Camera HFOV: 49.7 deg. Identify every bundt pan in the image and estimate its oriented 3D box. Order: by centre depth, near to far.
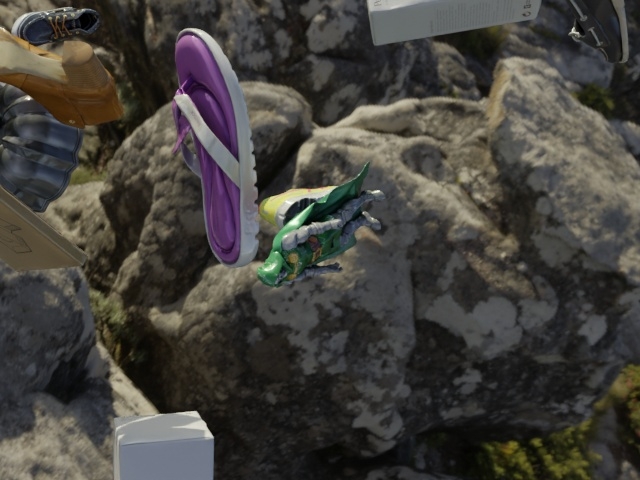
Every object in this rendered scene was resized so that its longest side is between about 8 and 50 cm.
[{"bbox_3d":[-0.666,-0.211,1.446,0.124,0.331,0.331,19,48,-67],"label":"bundt pan"}]

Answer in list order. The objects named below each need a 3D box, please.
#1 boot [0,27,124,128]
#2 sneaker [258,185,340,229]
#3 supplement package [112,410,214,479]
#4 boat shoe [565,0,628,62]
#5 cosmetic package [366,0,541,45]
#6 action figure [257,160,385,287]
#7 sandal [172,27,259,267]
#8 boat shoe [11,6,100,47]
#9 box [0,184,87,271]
[{"bbox_3d":[-0.526,-0.284,1.272,0.295,0.211,0.104,4,67,-1],"label":"boot"},{"bbox_3d":[-0.019,-0.058,1.161,0.208,0.094,0.081,-5,106,-52],"label":"sneaker"},{"bbox_3d":[-0.311,0.503,1.344,0.175,0.177,0.293,1,92,-20],"label":"supplement package"},{"bbox_3d":[0.323,-0.268,0.813,0.206,0.065,0.075,27,57,-59],"label":"boat shoe"},{"bbox_3d":[0.178,-0.357,0.958,0.231,0.085,0.117,-8,71,7],"label":"cosmetic package"},{"bbox_3d":[0.000,0.000,0.899,0.063,0.137,0.232,25,40,30],"label":"action figure"},{"bbox_3d":[-0.192,-0.150,1.168,0.102,0.169,0.416,-18,99,-40],"label":"sandal"},{"bbox_3d":[-0.529,-0.433,1.390,0.083,0.065,0.183,7,33,23],"label":"boat shoe"},{"bbox_3d":[-0.434,-0.026,0.923,0.201,0.164,0.021,49,49,-39],"label":"box"}]
